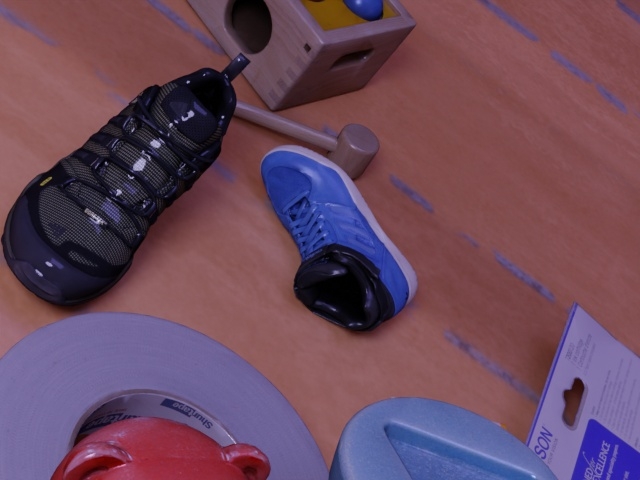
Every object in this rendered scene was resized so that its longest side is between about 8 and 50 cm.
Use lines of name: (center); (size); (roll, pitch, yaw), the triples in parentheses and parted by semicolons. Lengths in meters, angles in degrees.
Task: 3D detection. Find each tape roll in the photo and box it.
tape roll: (-0.099, 0.148, 0.736); (0.219, 0.072, 0.219); (22, 42, -22)

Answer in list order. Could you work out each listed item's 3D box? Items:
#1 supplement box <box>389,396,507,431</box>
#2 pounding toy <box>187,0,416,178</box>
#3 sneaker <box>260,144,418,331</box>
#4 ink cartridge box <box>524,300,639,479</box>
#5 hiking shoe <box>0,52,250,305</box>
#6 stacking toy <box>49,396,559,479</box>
supplement box: (0.083, 0.149, 0.913); (0.098, 0.036, 0.062); (17, 45, -28)
pounding toy: (-0.007, -0.155, 1.075); (0.181, 0.094, 0.206); (-21, 69, -48)
sneaker: (0.001, -0.001, 0.967); (0.152, 0.058, 0.084); (52, 31, 2)
ink cartridge box: (0.235, 0.175, 1.009); (0.208, 0.045, 0.206); (40, 38, -5)
hiking shoe: (-0.122, -0.051, 0.867); (0.086, 0.114, 0.227); (37, 39, -5)
stacking toy: (0.032, 0.182, 0.596); (0.309, 0.130, 0.279); (-3, 40, -40)
